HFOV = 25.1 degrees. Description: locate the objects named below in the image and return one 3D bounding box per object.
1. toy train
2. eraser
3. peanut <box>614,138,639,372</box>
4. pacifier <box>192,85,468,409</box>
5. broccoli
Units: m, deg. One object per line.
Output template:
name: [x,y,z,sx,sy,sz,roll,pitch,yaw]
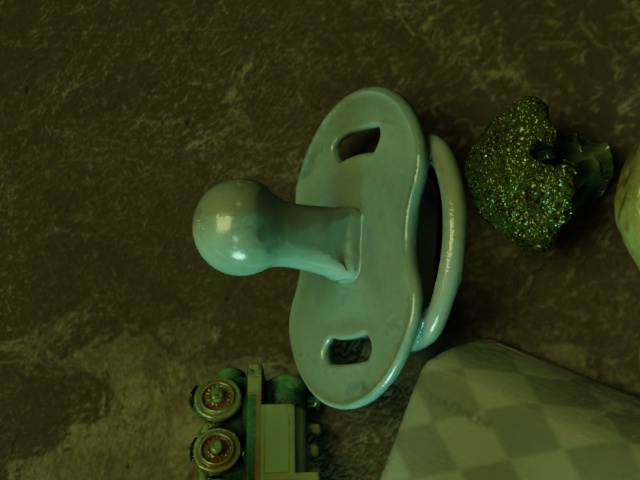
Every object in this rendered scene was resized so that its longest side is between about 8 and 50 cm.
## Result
toy train: [-0.056,0.202,1.311,0.125,0.081,0.194,-2,55,2]
eraser: [0.208,0.221,1.072,0.397,0.082,0.213,22,93,49]
peanut: [0.281,0.009,1.076,0.123,0.123,0.256,-3,79,39]
pacifier: [0.000,0.000,1.234,0.238,0.226,0.287,-8,77,61]
broccoli: [0.179,-0.055,1.183,0.120,0.131,0.130,-10,54,-2]
